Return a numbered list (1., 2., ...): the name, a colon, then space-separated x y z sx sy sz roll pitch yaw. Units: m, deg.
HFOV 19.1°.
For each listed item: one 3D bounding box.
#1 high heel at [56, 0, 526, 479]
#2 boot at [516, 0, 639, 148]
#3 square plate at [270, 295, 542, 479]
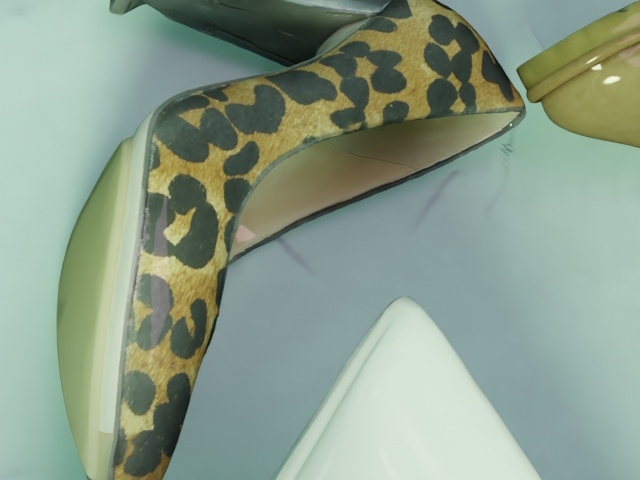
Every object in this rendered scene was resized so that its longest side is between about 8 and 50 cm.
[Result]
1. high heel: 0.000 0.000 0.738 0.186 0.093 0.261 17 57 -19
2. boot: 0.225 0.016 0.843 0.236 0.089 0.269 -12 76 -37
3. square plate: 0.017 0.256 0.599 0.344 0.049 0.347 55 52 -26
